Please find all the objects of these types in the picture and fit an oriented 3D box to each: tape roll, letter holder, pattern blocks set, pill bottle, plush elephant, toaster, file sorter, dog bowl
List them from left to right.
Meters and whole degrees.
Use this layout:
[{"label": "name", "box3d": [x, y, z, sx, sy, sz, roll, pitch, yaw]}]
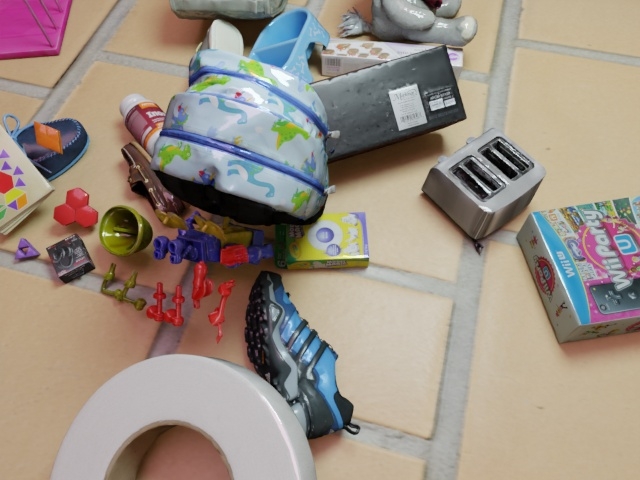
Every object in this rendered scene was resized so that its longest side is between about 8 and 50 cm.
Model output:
[{"label": "pattern blocks set", "box3d": [-0.616, -0.118, 0.949, 0.286, 0.026, 0.324, -29, 97, -6]}, {"label": "file sorter", "box3d": [-0.768, -0.625, 1.233, 0.202, 0.182, 0.290, -5, 61, -2]}, {"label": "pill bottle", "box3d": [-0.368, -0.248, 1.069, 0.086, 0.086, 0.152, -37, 67, -17]}, {"label": "tape roll", "box3d": [-0.193, 0.354, 0.676, 0.393, 0.072, 0.391, -5, 73, 15]}, {"label": "dog bowl", "box3d": [-0.086, -0.413, 1.120, 0.166, 0.074, 0.297, -2, 55, 30]}, {"label": "letter holder", "box3d": [0.109, -0.266, 1.047, 0.302, 0.214, 0.151, -18, 94, -7]}, {"label": "plush elephant", "box3d": [0.195, -0.614, 1.143, 0.330, 0.255, 0.271, 2, 43, 11]}, {"label": "toaster", "box3d": [0.316, -0.105, 0.959, 0.168, 0.110, 0.185, -33, 66, -15]}]

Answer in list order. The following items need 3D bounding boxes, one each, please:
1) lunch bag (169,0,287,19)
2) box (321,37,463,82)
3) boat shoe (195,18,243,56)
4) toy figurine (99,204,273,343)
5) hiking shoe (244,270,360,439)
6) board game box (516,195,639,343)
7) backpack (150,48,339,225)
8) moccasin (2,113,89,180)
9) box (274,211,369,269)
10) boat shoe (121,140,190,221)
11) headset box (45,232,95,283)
[{"label": "lunch bag", "box3d": [-0.211, -0.621, 1.190, 0.236, 0.168, 0.286, 4, 42, 4]}, {"label": "box", "box3d": [0.164, -0.418, 1.161, 0.324, 0.067, 0.063, 6, 61, 6]}, {"label": "boat shoe", "box3d": [-0.240, -0.360, 1.126, 0.109, 0.091, 0.304, 20, 59, -34]}, {"label": "toy figurine", "box3d": [-0.210, 0.032, 0.900, 0.363, 0.217, 0.191, 9, 101, 37]}, {"label": "hiking shoe", "box3d": [-0.042, 0.187, 0.830, 0.132, 0.113, 0.303, 3, 53, -29]}, {"label": "board game box", "box3d": [0.543, 0.043, 0.881, 0.304, 0.097, 0.223, -9, 61, -2]}, {"label": "backpack", "box3d": [-0.112, -0.131, 0.755, 0.290, 0.355, 0.273, 23, 106, 1]}, {"label": "moccasin", "box3d": [-0.650, -0.163, 1.012, 0.342, 0.116, 0.137, -33, 65, -16]}, {"label": "box", "box3d": [0.000, 0.000, 0.949, 0.179, 0.043, 0.105, -4, 61, 2]}, {"label": "boat shoe", "box3d": [-0.353, -0.122, 1.007, 0.073, 0.073, 0.207, -37, 66, -19]}, {"label": "headset box", "box3d": [-0.475, 0.037, 0.946, 0.062, 0.032, 0.083, -29, 63, -14]}]
